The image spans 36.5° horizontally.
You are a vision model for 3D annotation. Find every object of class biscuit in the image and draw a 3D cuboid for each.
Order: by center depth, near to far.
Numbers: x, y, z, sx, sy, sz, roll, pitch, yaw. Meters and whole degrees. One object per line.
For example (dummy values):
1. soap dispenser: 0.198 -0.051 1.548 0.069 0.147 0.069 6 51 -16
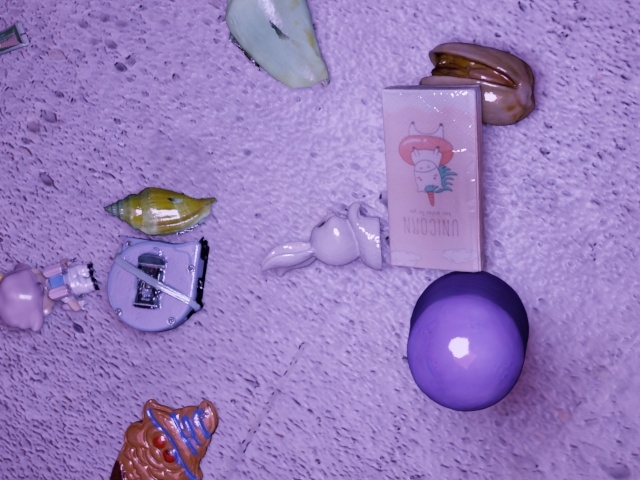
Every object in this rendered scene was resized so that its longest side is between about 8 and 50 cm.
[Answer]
1. biscuit: -0.309 0.408 1.869 0.280 0.043 0.183 -40 83 6

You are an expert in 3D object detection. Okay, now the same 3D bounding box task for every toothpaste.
1. toothpaste: -0.662 -0.364 1.884 0.204 0.031 0.049 -21 91 8

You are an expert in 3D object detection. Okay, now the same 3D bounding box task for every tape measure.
1. tape measure: -0.305 0.082 1.814 0.182 0.107 0.181 1 87 7

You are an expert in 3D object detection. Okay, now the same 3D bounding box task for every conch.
1. conch: -0.089 -0.387 1.758 0.143 0.137 0.250 -20 110 -16
2. conch: -0.303 -0.053 1.813 0.201 0.079 0.095 6 63 10

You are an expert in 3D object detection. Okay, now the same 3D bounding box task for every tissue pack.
1. tissue pack: 0.196 -0.106 1.679 0.170 0.071 0.325 4 111 22

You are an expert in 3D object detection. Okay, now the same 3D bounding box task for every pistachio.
1. pistachio: 0.276 -0.272 1.690 0.206 0.131 0.129 20 76 20

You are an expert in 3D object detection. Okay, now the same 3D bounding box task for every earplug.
1. earplug: 0.234 0.160 1.554 0.215 0.456 0.215 0 90 10

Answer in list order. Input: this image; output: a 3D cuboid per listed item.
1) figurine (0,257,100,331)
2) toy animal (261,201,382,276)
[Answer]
1. figurine: -0.540 0.102 1.855 0.229 0.112 0.137 -17 85 0
2. toy animal: 0.003 0.000 1.758 0.221 0.104 0.130 -4 94 9
